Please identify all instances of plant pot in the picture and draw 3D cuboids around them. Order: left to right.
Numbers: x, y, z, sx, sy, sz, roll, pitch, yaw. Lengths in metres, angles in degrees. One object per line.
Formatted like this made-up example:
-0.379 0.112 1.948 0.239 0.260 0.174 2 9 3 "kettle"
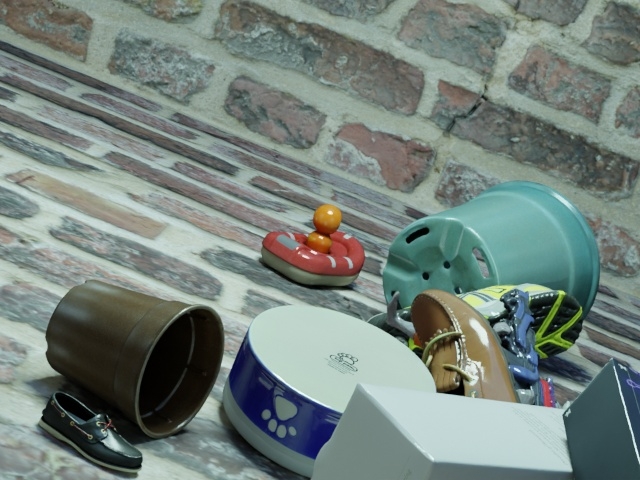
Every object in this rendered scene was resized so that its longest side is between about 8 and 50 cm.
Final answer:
-0.230 0.129 1.501 0.165 0.167 0.167 21 10 27 "plant pot"
0.312 0.063 2.396 0.341 0.341 0.334 29 21 30 "plant pot"

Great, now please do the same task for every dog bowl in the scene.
0.013 0.197 1.624 0.265 0.104 0.265 18 24 -8 "dog bowl"

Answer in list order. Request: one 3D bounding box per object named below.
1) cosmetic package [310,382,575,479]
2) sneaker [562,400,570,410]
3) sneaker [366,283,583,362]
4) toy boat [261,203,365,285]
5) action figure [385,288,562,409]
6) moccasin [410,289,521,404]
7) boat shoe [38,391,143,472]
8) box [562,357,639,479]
0.172 0.291 1.390 0.366 0.197 0.155 10 21 -39 "cosmetic package"
0.445 0.290 1.905 0.087 0.092 0.229 33 -24 -32 "sneaker"
0.244 0.157 2.110 0.385 0.145 0.147 -5 10 -14 "sneaker"
0.000 0.000 2.466 0.151 0.151 0.231 30 14 32 "toy boat"
0.235 0.209 1.937 0.330 0.178 0.341 26 37 -4 "action figure"
0.185 0.219 1.707 0.147 0.139 0.380 -3 50 -15 "moccasin"
-0.249 0.211 1.368 0.133 0.042 0.049 28 11 19 "boat shoe"
0.367 0.266 1.301 0.184 0.103 0.261 26 27 -11 "box"
